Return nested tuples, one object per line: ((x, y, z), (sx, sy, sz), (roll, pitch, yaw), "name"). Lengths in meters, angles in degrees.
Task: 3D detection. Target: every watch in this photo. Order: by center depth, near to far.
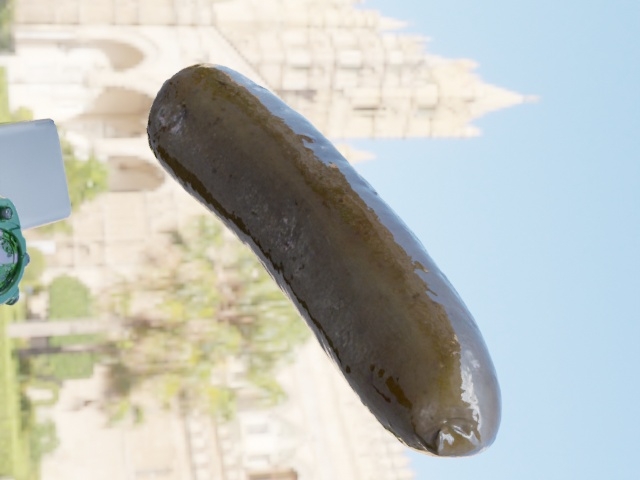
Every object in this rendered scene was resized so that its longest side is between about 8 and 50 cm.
((-0.404, 0.007, 1.306), (0.152, 0.165, 0.131), (14, -69, 32), "watch")

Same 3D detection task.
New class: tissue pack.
((-0.503, -0.092, 1.835), (0.246, 0.136, 0.159), (0, -78, 43), "tissue pack")

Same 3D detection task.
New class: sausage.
((0.003, 0.000, 1.074), (0.501, 0.136, 0.123), (49, -49, 36), "sausage")
